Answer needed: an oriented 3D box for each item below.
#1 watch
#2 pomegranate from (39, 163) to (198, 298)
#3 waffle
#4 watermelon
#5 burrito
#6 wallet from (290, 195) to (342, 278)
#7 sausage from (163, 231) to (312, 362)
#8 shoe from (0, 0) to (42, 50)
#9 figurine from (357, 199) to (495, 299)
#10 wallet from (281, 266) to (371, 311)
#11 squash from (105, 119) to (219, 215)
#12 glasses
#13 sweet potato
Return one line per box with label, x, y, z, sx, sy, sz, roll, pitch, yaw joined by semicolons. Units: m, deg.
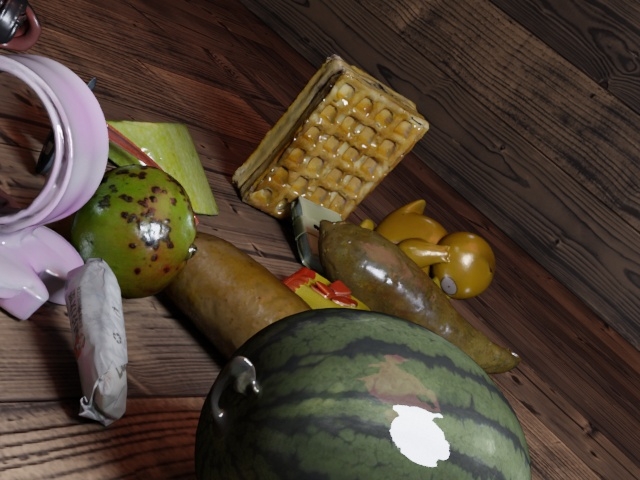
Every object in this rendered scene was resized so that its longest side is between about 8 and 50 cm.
watch;-0.324;-0.074;1.287;0.248;0.217;0.211;38;15;6
pomegranate;-0.242;-0.015;1.453;0.205;0.159;0.159;10;11;10
waffle;0.012;-0.156;2.159;0.212;0.308;0.091;28;23;-32
watermelon;0.035;0.204;1.149;0.359;0.279;0.279;24;19;-33
burrito;-0.224;0.098;1.233;0.064;0.064;0.203;26;32;-36
wallet;0.000;0.000;2.112;0.110;0.039;0.155;26;32;-31
sausage;-0.035;0.148;1.472;0.136;0.123;0.501;-18;51;-39
shoe;-0.536;-0.358;1.913;0.137;0.114;0.291;47;13;16
figurine;0.182;0.034;2.162;0.228;0.215;0.215;48;18;32
wallet;-0.011;0.102;1.779;0.141;0.067;0.241;36;15;6
squash;-0.272;-0.117;1.947;0.204;0.155;0.237;3;5;20
glasses;-0.263;-0.101;1.720;0.268;0.118;0.234;33;14;-15
sweet potato;0.157;0.111;2.024;0.422;0.130;0.130;36;14;-8
